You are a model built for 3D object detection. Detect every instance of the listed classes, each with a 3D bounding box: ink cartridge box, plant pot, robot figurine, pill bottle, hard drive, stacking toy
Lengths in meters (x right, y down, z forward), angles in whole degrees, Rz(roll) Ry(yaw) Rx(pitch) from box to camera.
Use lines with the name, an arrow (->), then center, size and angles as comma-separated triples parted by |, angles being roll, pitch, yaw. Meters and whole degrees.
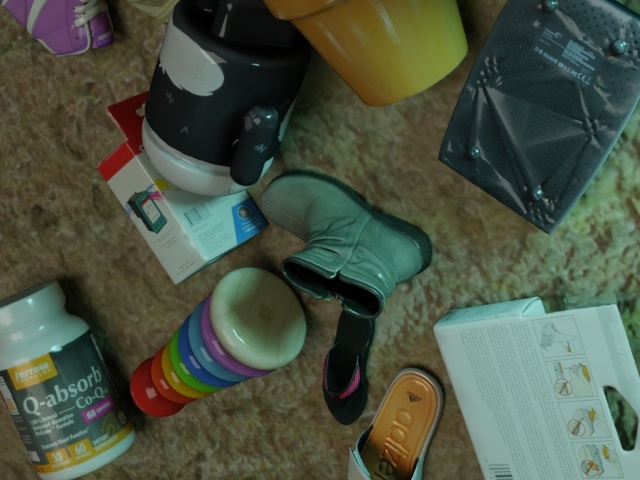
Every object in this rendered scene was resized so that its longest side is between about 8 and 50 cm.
ink cartridge box -> 0.279, 0.199, 1.362 | 0.239, 0.060, 0.275 | -12, 103, 37
ink cartridge box -> -0.189, -0.076, 1.518 | 0.078, 0.134, 0.231 | -35, 88, 41
plant pot -> 0.058, -0.253, 1.236 | 0.205, 0.205, 0.188 | -14, 117, 39
robot figurine -> -0.110, -0.183, 1.393 | 0.173, 0.209, 0.278 | 25, 124, 4
pill bottle -> -0.404, 0.212, 1.786 | 0.162, 0.162, 0.278 | -15, 102, 39
hard drive -> 0.241, -0.149, 1.231 | 0.172, 0.054, 0.255 | 36, 127, 17
stacking toy -> -0.163, 0.165, 1.620 | 0.141, 0.141, 0.330 | 54, 134, 2

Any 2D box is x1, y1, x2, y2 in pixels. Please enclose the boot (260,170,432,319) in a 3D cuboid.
boot -> 0.000, 0.000, 1.401 | 0.246, 0.161, 0.083 | 24, 122, 24

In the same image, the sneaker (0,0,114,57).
sneaker -> -0.295, -0.340, 1.507 | 0.161, 0.102, 0.282 | 51, 137, -4

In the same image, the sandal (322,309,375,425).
sandal -> 0.030, 0.166, 1.535 | 0.067, 0.040, 0.179 | 23, 122, 25

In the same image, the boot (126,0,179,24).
boot -> -0.206, -0.376, 1.352 | 0.262, 0.203, 0.095 | -41, 41, 44

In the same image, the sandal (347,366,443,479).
sandal -> 0.082, 0.280, 1.527 | 0.102, 0.076, 0.265 | 28, 124, 23
